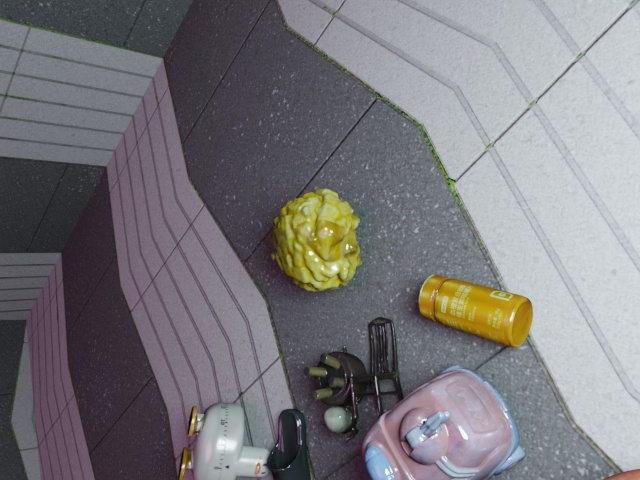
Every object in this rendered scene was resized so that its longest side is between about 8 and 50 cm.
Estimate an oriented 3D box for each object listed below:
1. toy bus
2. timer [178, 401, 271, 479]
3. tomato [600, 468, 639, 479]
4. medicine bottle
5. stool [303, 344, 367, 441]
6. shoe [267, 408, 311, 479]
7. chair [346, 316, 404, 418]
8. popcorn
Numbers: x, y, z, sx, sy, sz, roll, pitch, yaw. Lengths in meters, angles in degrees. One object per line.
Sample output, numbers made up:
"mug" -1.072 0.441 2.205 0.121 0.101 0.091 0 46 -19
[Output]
"toy bus" 0.197 0.369 0.875 0.294 0.231 0.197 -50 52 25
"timer" -0.257 0.577 1.350 0.233 0.239 0.234 -168 90 -76
"tomato" 0.453 0.458 0.576 0.341 0.272 0.342 -9 77 44
"medicine bottle" 0.292 0.130 0.920 0.191 0.096 0.097 15 93 45
"stool" 0.036 0.352 1.122 0.125 0.121 0.217 -13 69 41
"shoe" -0.092 0.558 1.229 0.108 0.093 0.241 -16 70 41
"chair" 0.117 0.275 1.064 0.084 0.101 0.213 -20 70 41
"popcorn" 0.002 0.000 1.165 0.249 0.225 0.250 13 109 41
